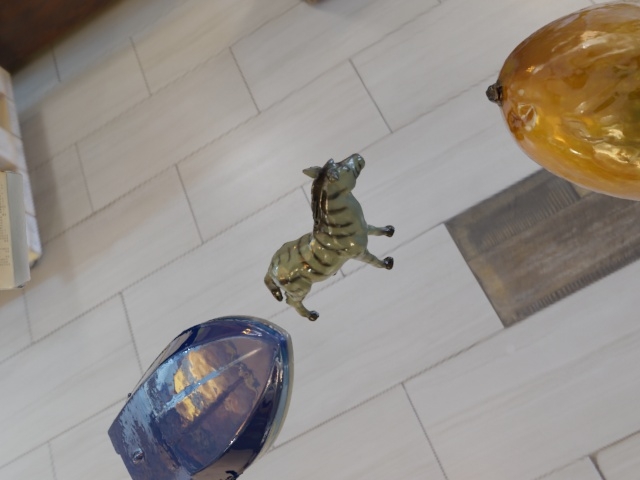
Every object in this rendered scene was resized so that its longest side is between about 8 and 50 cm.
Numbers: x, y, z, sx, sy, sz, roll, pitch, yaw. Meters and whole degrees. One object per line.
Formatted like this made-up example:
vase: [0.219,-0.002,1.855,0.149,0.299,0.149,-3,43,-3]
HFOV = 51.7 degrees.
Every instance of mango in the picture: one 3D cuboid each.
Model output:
mango: [0.309,-0.116,0.533,0.359,0.144,0.187,-5,46,-15]

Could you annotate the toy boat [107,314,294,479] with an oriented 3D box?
toy boat: [-0.094,0.142,0.564,0.129,0.088,0.295,58,138,14]

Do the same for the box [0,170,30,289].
box: [-0.528,-0.010,0.916,0.212,0.095,0.168,-3,92,-11]

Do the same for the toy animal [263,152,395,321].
toy animal: [0.002,0.004,0.770,0.217,0.176,0.073,-40,47,26]
